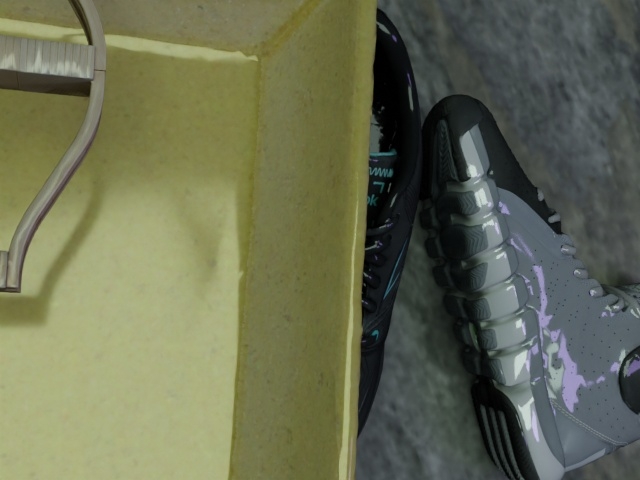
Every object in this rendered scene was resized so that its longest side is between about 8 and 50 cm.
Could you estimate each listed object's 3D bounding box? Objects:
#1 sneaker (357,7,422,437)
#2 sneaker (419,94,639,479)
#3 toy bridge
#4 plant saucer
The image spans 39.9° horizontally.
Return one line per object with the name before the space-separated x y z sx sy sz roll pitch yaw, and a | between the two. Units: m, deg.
sneaker | 0.000 0.000 0.485 0.101 0.106 0.268 7 85 -6
sneaker | 0.141 0.018 0.513 0.132 0.086 0.229 -15 96 -11
toy bridge | -0.120 -0.072 0.361 0.063 0.026 0.188 3 78 -15
plant saucer | -0.149 0.004 0.394 0.332 0.081 0.333 6 79 -12
